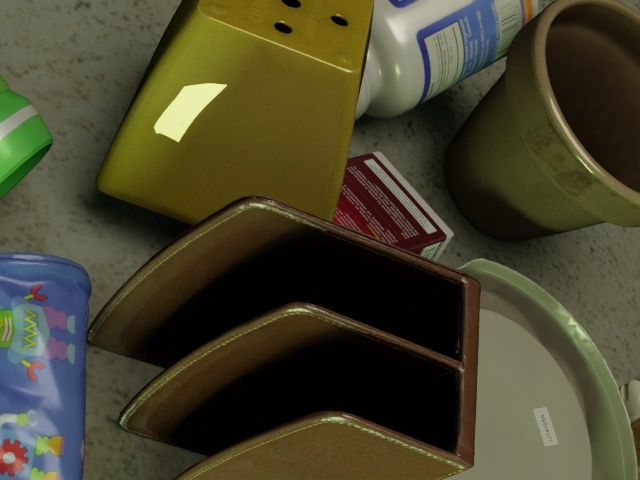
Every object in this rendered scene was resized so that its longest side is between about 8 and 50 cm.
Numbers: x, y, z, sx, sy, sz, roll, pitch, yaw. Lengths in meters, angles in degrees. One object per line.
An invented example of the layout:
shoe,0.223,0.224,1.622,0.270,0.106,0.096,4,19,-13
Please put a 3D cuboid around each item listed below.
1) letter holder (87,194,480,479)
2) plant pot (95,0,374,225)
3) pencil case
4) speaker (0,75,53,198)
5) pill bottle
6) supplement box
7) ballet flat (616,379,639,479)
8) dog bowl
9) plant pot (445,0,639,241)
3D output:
letter holder,-0.055,0.113,0.893,0.214,0.302,0.152,23,55,-25
plant pot,-0.055,-0.139,1.041,0.212,0.187,0.212,21,40,-8
pencil case,-0.243,0.157,0.858,0.133,0.119,0.306,10,61,-22
speaker,-0.358,-0.151,0.931,0.296,0.131,0.131,46,49,-7
pill bottle,0.092,-0.226,1.258,0.272,0.152,0.152,-30,86,-25
supplement box,0.000,0.000,1.123,0.239,0.073,0.130,-17,57,-40
ballet flat,0.406,0.207,1.321,0.342,0.116,0.124,-11,54,-40
dog bowl,0.150,0.193,1.134,0.348,0.102,0.349,16,58,-29
plant pot,0.264,-0.105,1.288,0.263,0.229,0.263,17,57,-29
